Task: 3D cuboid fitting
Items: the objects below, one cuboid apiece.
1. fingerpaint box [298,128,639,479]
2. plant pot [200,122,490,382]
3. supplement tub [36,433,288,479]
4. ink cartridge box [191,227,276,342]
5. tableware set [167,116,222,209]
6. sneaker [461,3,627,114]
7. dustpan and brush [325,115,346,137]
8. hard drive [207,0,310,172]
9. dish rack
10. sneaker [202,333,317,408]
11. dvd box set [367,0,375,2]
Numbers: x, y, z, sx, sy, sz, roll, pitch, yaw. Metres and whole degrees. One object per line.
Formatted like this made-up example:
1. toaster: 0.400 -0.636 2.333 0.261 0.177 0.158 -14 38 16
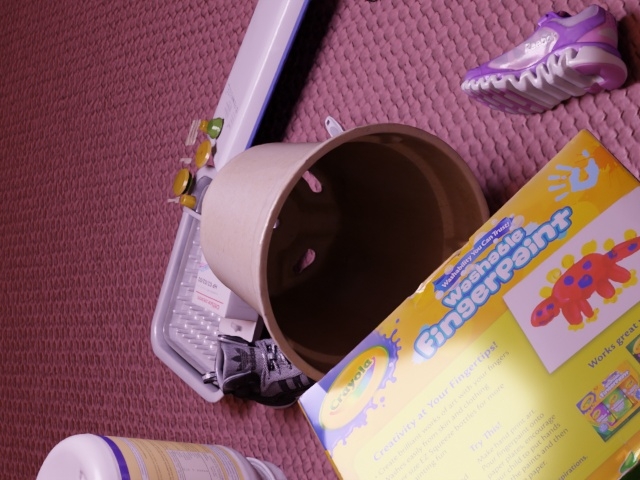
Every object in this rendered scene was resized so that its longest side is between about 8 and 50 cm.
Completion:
1. fingerpaint box: 0.239 0.165 1.481 0.445 0.163 0.371 -45 40 9
2. plant pot: 0.000 0.000 1.865 0.305 0.334 0.334 18 96 59
3. supplement tub: -0.225 0.408 2.061 0.241 0.331 0.241 -20 65 52
4. ink cartridge box: -0.134 0.057 2.140 0.104 0.061 0.181 18 98 55
5. tableware set: -0.198 -0.126 2.314 0.104 0.024 0.154 4 75 61
6. sneaker: 0.274 -0.223 1.741 0.236 0.095 0.104 -12 65 48
7. dustpan and brush: 0.067 -0.107 2.020 0.147 0.060 0.211 -59 40 27
8. hard drive: -0.100 -0.277 2.270 0.210 0.040 0.318 -111 42 -66
9. dish rack: -0.152 0.068 2.278 0.285 0.072 0.333 31 106 53
10. sneaker: -0.059 0.170 2.044 0.268 0.153 0.101 -35 55 46
11. dvd box set: 0.057 -0.530 1.936 0.420 0.307 0.062 -53 45 31
